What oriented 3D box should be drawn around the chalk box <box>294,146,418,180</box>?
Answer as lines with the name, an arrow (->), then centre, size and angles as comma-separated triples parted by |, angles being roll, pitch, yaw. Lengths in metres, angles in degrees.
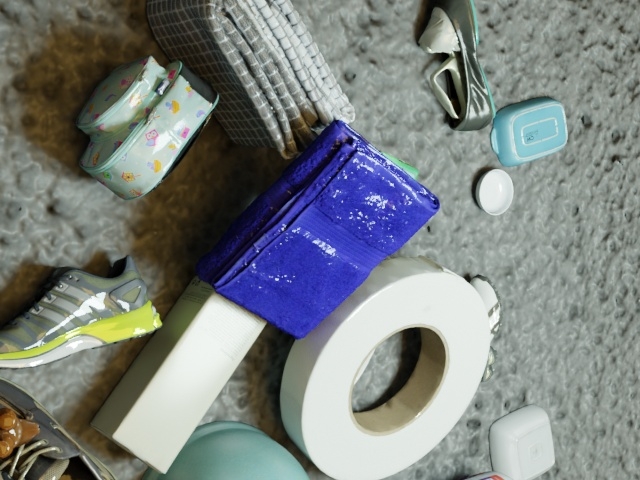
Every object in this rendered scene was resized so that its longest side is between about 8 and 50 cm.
chalk box -> 0.057, -0.073, 1.630 | 0.132, 0.213, 0.132 | 23, 82, -34

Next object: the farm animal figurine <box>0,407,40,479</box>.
farm animal figurine -> -0.422, 0.371, 1.265 | 0.327, 0.172, 0.330 | -23, 92, -20

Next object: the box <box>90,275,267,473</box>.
box -> -0.208, 0.194, 1.554 | 0.113, 0.094, 0.275 | 45, 71, -28

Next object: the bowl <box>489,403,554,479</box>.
bowl -> 0.393, 0.398, 2.005 | 0.142, 0.053, 0.142 | -17, 106, -31

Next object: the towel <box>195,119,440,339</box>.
towel -> 0.000, 0.000, 1.484 | 0.228, 0.076, 0.308 | 34, 111, -33

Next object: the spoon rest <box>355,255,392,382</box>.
spoon rest -> 0.055, 0.141, 1.731 | 0.137, 0.084, 0.276 | 47, 69, -30

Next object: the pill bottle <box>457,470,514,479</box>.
pill bottle -> 0.209, 0.521, 1.816 | 0.323, 0.181, 0.181 | -8, 99, -33

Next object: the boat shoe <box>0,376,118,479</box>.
boat shoe -> -0.385, 0.294, 1.422 | 0.355, 0.130, 0.132 | 43, 72, -30

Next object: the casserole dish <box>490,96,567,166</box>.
casserole dish -> 0.397, -0.203, 1.953 | 0.188, 0.037, 0.114 | -18, 104, -30

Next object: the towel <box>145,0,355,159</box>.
towel -> -0.111, -0.248, 1.488 | 0.121, 0.235, 0.283 | -41, 114, -21

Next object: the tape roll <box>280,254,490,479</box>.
tape roll -> 0.112, 0.212, 1.717 | 0.392, 0.072, 0.392 | -17, 122, -30

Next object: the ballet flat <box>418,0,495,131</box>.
ballet flat -> 0.229, -0.315, 1.797 | 0.096, 0.095, 0.280 | -22, 108, -18

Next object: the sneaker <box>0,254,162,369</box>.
sneaker -> -0.369, 0.101, 1.442 | 0.300, 0.111, 0.121 | -15, 93, -38

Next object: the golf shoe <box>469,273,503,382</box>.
golf shoe -> 0.271, 0.160, 1.883 | 0.094, 0.077, 0.198 | -2, 95, -34

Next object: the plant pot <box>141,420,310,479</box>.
plant pot -> -0.113, 0.438, 1.583 | 0.293, 0.196, 0.293 | -4, 97, -34

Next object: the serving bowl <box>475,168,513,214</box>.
serving bowl -> 0.312, -0.089, 1.912 | 0.083, 0.027, 0.083 | -5, 98, -33

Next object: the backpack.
backpack -> -0.250, -0.155, 1.444 | 0.144, 0.166, 0.188 | 33, 74, -31
